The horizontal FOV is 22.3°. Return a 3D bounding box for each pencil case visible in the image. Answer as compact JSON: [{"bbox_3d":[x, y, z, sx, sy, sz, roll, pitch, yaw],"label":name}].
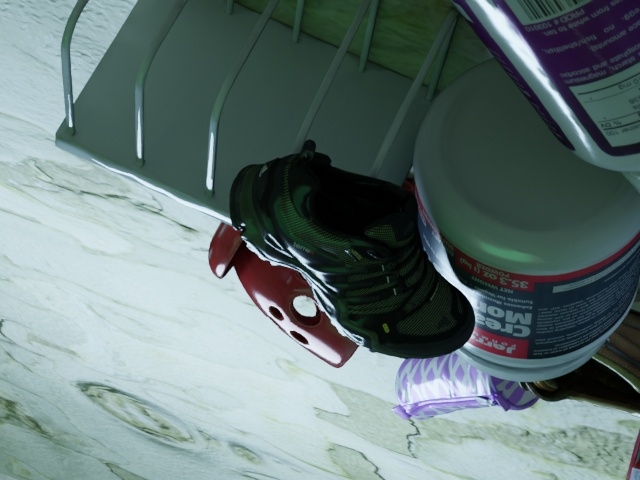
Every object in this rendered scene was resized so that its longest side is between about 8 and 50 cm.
[{"bbox_3d":[0.167,0.160,1.833,0.086,0.088,0.206,37,156,-19],"label":"pencil case"}]

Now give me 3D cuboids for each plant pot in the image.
[{"bbox_3d":[0.000,0.000,1.551,0.174,0.191,0.191,33,157,2],"label":"plant pot"}]

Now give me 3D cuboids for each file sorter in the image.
[{"bbox_3d":[-0.049,-0.135,1.311,0.278,0.193,0.173,24,154,5],"label":"file sorter"}]

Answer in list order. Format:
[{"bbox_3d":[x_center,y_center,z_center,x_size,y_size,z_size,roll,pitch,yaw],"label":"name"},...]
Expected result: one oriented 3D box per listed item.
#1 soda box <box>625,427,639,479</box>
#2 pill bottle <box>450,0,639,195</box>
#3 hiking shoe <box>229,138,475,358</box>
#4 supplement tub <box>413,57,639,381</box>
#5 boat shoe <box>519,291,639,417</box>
[{"bbox_3d":[0.383,0.253,1.768,0.092,0.083,0.263,14,160,13],"label":"soda box"},{"bbox_3d":[0.194,-0.151,1.048,0.169,0.169,0.301,3,147,44],"label":"pill bottle"},{"bbox_3d":[0.042,0.013,1.203,0.227,0.086,0.114,35,148,-23],"label":"hiking shoe"},{"bbox_3d":[0.173,-0.011,1.334,0.191,0.191,0.272,20,156,14],"label":"supplement tub"},{"bbox_3d":[0.226,0.095,1.575,0.307,0.104,0.110,10,137,40],"label":"boat shoe"}]
